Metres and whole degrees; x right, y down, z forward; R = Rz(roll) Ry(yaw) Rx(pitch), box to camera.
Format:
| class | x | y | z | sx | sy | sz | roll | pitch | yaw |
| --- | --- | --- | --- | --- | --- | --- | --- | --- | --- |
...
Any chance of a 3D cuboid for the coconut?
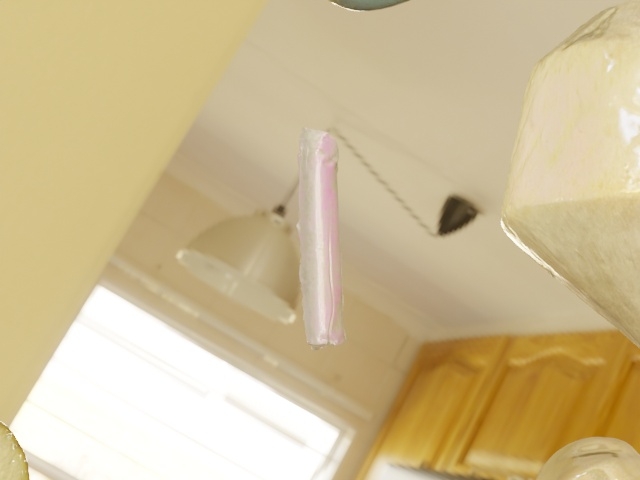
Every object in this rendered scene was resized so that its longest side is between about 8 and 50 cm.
| class | x | y | z | sx | sy | sz | roll | pitch | yaw |
| --- | --- | --- | --- | --- | --- | --- | --- | --- | --- |
| coconut | 0.320 | -0.046 | 1.113 | 0.329 | 0.328 | 0.329 | 27 | -16 | 8 |

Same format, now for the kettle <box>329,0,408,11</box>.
| class | x | y | z | sx | sy | sz | roll | pitch | yaw |
| --- | --- | --- | --- | --- | --- | --- | --- | --- | --- |
| kettle | 0.105 | -0.461 | 1.589 | 0.342 | 0.319 | 0.247 | -9 | -19 | 34 |

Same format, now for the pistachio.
| class | x | y | z | sx | sy | sz | roll | pitch | yaw |
| --- | --- | --- | --- | --- | --- | --- | --- | --- | --- |
| pistachio | 0.354 | 0.402 | 1.582 | 0.208 | 0.226 | 0.331 | -124 | -156 | -47 |

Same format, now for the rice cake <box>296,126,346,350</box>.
| class | x | y | z | sx | sy | sz | roll | pitch | yaw |
| --- | --- | --- | --- | --- | --- | --- | --- | --- | --- |
| rice cake | 0.000 | 0.000 | 1.453 | 0.055 | 0.269 | 0.049 | 1 | 5 | 15 |

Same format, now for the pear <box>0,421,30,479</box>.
| class | x | y | z | sx | sy | sz | roll | pitch | yaw |
| --- | --- | --- | --- | --- | --- | --- | --- | --- | --- |
| pear | -0.467 | 0.282 | 1.191 | 0.191 | 0.340 | 0.386 | 29 | -19 | 26 |
